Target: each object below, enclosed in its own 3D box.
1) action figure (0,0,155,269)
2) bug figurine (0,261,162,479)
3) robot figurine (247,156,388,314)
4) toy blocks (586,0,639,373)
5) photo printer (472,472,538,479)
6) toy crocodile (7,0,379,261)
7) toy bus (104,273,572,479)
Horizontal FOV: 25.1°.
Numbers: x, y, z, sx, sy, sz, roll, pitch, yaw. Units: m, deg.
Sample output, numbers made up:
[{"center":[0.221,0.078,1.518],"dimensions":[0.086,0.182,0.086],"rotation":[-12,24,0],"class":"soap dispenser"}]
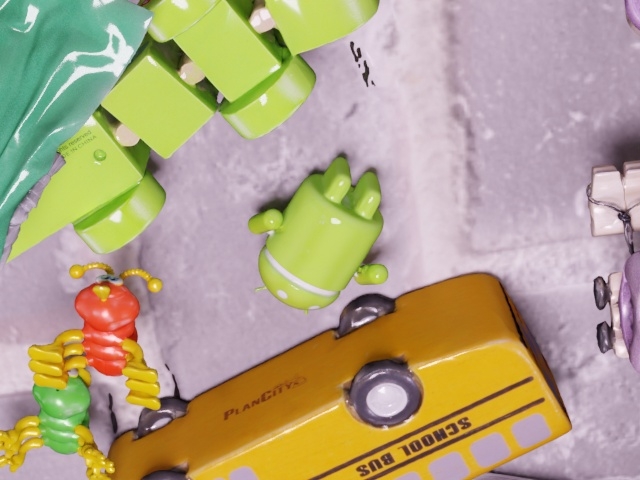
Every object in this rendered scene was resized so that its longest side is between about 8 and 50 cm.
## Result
[{"center":[-0.202,-0.060,0.882],"dimensions":[0.137,0.063,0.232],"rotation":[27,99,13],"class":"action figure"},{"center":[-0.239,0.075,1.004],"dimensions":[0.279,0.072,0.216],"rotation":[13,137,3],"class":"bug figurine"},{"center":[0.000,0.000,1.019],"dimensions":[0.101,0.067,0.115],"rotation":[26,111,-17],"class":"robot figurine"},{"center":[0.322,-0.069,0.846],"dimensions":[0.309,0.260,0.288],"rotation":[-5,88,3],"class":"toy blocks"},{"center":[0.200,0.320,1.159],"dimensions":[0.308,0.107,0.256],"rotation":[9,114,-7],"class":"photo printer"},{"center":[-0.112,-0.096,0.958],"dimensions":[0.340,0.105,0.115],"rotation":[-35,113,18],"class":"toy crocodile"},{"center":[0.005,0.145,1.067],"dimensions":[0.333,0.108,0.130],"rotation":[-27,116,9],"class":"toy bus"}]
